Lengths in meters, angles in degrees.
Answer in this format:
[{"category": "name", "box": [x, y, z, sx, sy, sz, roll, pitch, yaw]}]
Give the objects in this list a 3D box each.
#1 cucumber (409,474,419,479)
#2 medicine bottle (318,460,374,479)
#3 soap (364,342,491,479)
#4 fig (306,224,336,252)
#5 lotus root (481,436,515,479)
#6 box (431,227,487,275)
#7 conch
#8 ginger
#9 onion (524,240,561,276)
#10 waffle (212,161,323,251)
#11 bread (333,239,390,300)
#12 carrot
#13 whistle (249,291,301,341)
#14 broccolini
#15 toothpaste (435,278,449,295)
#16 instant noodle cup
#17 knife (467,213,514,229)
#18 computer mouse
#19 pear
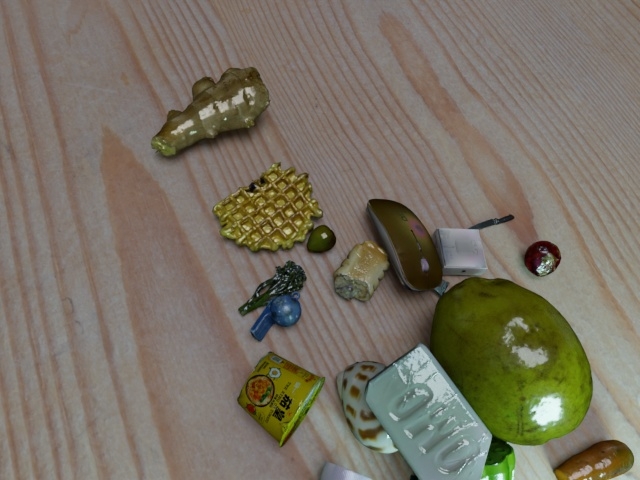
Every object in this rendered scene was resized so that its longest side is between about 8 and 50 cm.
[{"category": "cucumber", "box": [0.253, 0.639, 1.058, 0.115, 0.086, 0.193, 4, 60, -5]}, {"category": "medicine bottle", "box": [0.028, 0.610, 0.999, 0.139, 0.139, 0.226, 21, 65, 1]}, {"category": "soap", "box": [0.230, 0.380, 0.970, 0.172, 0.095, 0.290, -36, 78, 1]}, {"category": "fig", "box": [0.000, 0.000, 1.302, 0.088, 0.074, 0.074, -34, 74, -1]}, {"category": "lotus root", "box": [0.362, 0.558, 1.073, 0.186, 0.186, 0.186, 3, 66, -7]}, {"category": "box", "box": [0.401, 0.031, 1.350, 0.129, 0.051, 0.130, 2, 61, -8]}, {"category": "conch", "box": [0.152, 0.402, 1.103, 0.275, 0.149, 0.183, 41, 72, 13]}, {"category": "ginger", "box": [-0.338, -0.402, 1.378, 0.375, 0.166, 0.236, -20, 80, -22]}, {"category": "onion", "box": [0.646, 0.052, 1.365, 0.107, 0.097, 0.107, -4, 106, -16]}, {"category": "waffle", "box": [-0.145, -0.096, 1.325, 0.309, 0.065, 0.284, 6, 68, -10]}, {"category": "bread", "box": [0.114, 0.084, 1.272, 0.119, 0.084, 0.177, 36, 66, 6]}, {"category": "carrot", "box": [0.678, 0.553, 1.153, 0.193, 0.087, 0.087, -13, 69, -15]}, {"category": "whistle", "box": [-0.100, 0.194, 1.193, 0.090, 0.090, 0.158, 32, 66, 6]}, {"category": "broccolini", "box": [-0.123, 0.132, 1.227, 0.202, 0.068, 0.091, -39, 96, -21]}, {"category": "toothpaste", "box": [0.273, 0.078, 1.327, 0.205, 0.036, 0.056, 37, 53, 5]}, {"category": "instant noodle cup", "box": [-0.097, 0.355, 1.081, 0.144, 0.182, 0.182, 31, 65, 15]}, {"category": "knife", "box": [0.521, -0.054, 1.434, 0.170, 0.010, 0.023, -16, 70, -13]}, {"category": "computer mouse", "box": [0.233, -0.002, 1.293, 0.158, 0.072, 0.311, 1, 54, -34]}, {"category": "pear", "box": [0.428, 0.280, 1.093, 0.351, 0.352, 0.414, -30, 81, -19]}]
